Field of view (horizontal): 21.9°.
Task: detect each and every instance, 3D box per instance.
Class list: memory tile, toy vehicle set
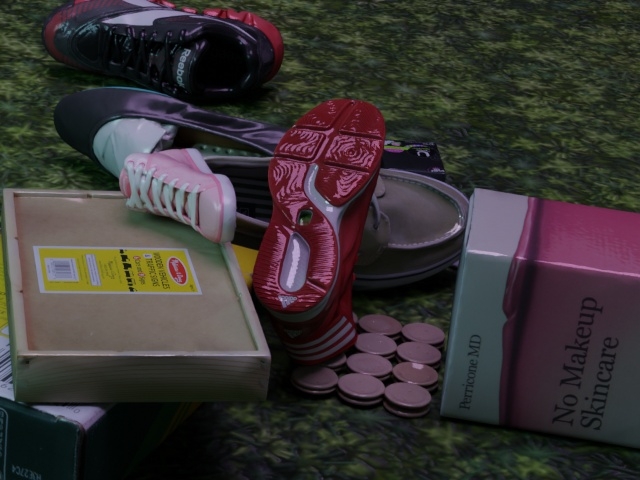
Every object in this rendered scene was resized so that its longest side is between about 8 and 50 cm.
[{"bbox_3d":[0.041,0.095,1.318,0.113,0.012,0.148,10,23,6],"label":"memory tile"},{"bbox_3d":[-0.140,0.033,1.177,0.166,0.035,0.267,2,25,-13],"label":"toy vehicle set"}]

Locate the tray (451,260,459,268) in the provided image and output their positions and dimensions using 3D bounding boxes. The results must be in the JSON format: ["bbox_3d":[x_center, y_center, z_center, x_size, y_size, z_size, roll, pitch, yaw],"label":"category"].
[{"bbox_3d":[0.245,0.021,1.521,0.270,0.030,0.145,19,25,25],"label":"tray"}]

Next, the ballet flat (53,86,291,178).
[{"bbox_3d":[-0.129,-0.084,1.584,0.280,0.095,0.096,9,36,5],"label":"ballet flat"}]

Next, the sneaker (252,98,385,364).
[{"bbox_3d":[0.000,0.000,1.317,0.087,0.128,0.221,12,54,15],"label":"sneaker"}]

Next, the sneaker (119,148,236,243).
[{"bbox_3d":[-0.109,-0.032,1.226,0.070,0.051,0.134,-4,23,-21],"label":"sneaker"}]

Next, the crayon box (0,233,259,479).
[{"bbox_3d":[-0.184,0.073,1.220,0.202,0.081,0.318,16,26,18],"label":"crayon box"}]

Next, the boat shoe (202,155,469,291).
[{"bbox_3d":[0.006,-0.018,1.402,0.302,0.109,0.094,0,-16,-23],"label":"boat shoe"}]

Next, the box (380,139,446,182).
[{"bbox_3d":[0.087,-0.061,1.633,0.062,0.052,0.083,3,25,-5],"label":"box"}]

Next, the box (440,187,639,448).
[{"bbox_3d":[0.217,0.064,1.268,0.232,0.149,0.127,8,25,5],"label":"box"}]

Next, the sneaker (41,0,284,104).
[{"bbox_3d":[-0.179,-0.214,1.847,0.276,0.098,0.135,7,21,-3],"label":"sneaker"}]
